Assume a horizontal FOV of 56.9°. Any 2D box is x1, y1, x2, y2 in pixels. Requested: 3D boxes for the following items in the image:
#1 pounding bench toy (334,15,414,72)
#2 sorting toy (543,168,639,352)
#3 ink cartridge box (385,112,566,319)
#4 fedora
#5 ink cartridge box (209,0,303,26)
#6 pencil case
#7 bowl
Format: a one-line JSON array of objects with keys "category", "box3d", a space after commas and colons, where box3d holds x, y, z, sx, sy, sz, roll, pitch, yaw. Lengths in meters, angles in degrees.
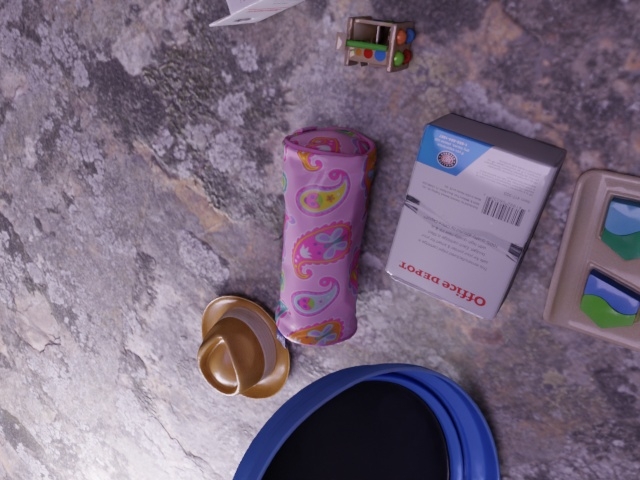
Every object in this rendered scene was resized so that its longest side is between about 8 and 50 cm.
[{"category": "pounding bench toy", "box3d": [0.061, -0.215, 0.649, 0.065, 0.083, 0.052, 18, 118, 25]}, {"category": "sorting toy", "box3d": [0.354, 0.039, 0.610, 0.208, 0.038, 0.192, 16, 118, 25]}, {"category": "ink cartridge box", "box3d": [0.169, -0.028, 0.666, 0.140, 0.082, 0.190, 24, 122, 21]}, {"category": "fedora", "box3d": [-0.140, 0.185, 0.947, 0.194, 0.079, 0.194, 12, 116, 26]}, {"category": "ink cartridge box", "box3d": [-0.042, -0.301, 0.661, 0.180, 0.104, 0.060, -10, 105, 33]}, {"category": "pencil case", "box3d": [0.000, 0.000, 0.759, 0.124, 0.124, 0.284, 18, 120, 24]}, {"category": "bowl", "box3d": [0.057, 0.339, 0.723, 0.077, 0.391, 0.390, 6, 116, 58]}]
